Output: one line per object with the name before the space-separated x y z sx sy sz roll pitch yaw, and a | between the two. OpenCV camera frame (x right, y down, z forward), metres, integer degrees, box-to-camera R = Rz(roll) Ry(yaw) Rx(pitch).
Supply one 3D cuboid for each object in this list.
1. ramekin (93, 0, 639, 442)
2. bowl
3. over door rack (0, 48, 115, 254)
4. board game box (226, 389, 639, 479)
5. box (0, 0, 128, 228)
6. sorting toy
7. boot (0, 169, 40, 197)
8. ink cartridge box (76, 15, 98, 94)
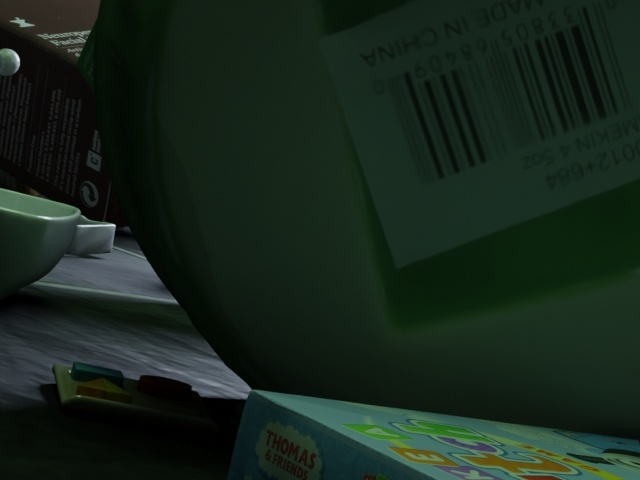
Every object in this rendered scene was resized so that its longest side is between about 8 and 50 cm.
ramekin | 0.064 -0.055 0.596 0.303 0.303 0.148 13 10 -8
bowl | -0.195 -0.005 0.771 0.142 0.053 0.142 12 3 0
over door rack | -0.244 -0.133 1.182 0.324 0.239 0.108 15 9 38
board game box | 0.103 0.090 0.448 0.211 0.039 0.160 10 4 -35
box | -0.247 -0.156 1.455 0.381 0.143 0.191 27 27 33
sorting toy | -0.056 0.058 0.576 0.083 0.012 0.062 12 3 -15
boot | -0.356 -0.114 1.618 0.203 0.095 0.262 14 13 3
ink cartridge box | -0.039 -0.070 1.012 0.153 0.087 0.208 -11 60 -40
